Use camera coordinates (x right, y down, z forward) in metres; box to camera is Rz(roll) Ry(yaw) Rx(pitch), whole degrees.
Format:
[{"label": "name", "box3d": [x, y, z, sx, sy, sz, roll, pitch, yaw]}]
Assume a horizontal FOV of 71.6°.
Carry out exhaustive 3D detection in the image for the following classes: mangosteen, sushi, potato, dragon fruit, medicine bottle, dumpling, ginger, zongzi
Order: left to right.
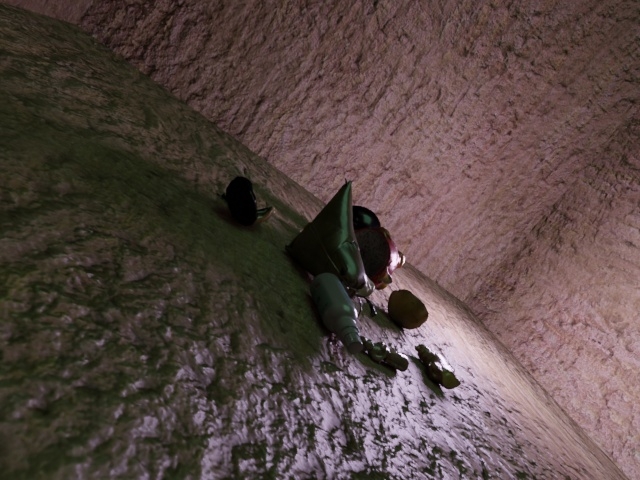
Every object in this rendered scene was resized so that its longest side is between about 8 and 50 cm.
[{"label": "sushi", "box3d": [-0.358, -0.159, 1.854, 0.126, 0.026, 0.120, 44, 12, 28]}, {"label": "medicine bottle", "box3d": [0.055, 0.227, 1.383, 0.110, 0.110, 0.352, 33, 13, -26]}, {"label": "zongzi", "box3d": [0.112, 0.023, 1.654, 0.447, 0.418, 0.181, 39, 6, 38]}, {"label": "mangosteen", "box3d": [0.211, -0.040, 2.505, 0.313, 0.297, 0.297, 43, 6, -34]}, {"label": "dumpling", "box3d": [0.162, 0.188, 1.889, 0.136, 0.118, 0.199, 40, 33, 22]}, {"label": "dragon fruit", "box3d": [0.254, 0.089, 2.113, 0.305, 0.305, 0.226, 46, 11, 36]}, {"label": "potato", "box3d": [0.366, 0.321, 1.977, 0.202, 0.117, 0.182, 40, -31, 20]}, {"label": "ginger", "box3d": [0.448, 0.482, 1.703, 0.137, 0.074, 0.213, 33, 6, -23]}]

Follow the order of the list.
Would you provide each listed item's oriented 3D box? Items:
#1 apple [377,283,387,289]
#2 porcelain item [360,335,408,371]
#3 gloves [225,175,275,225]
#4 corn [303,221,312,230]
[{"label": "apple", "box3d": [0.310, 0.215, 2.321, 0.089, 0.074, 0.089, 37, 9, -7]}, {"label": "porcelain item", "box3d": [0.193, 0.359, 1.435, 0.213, 0.054, 0.084, 31, 11, -27]}, {"label": "gloves", "box3d": [-0.280, -0.145, 1.733, 0.197, 0.152, 0.301, 65, 15, 20]}, {"label": "corn", "box3d": [-0.005, 0.000, 2.162, 0.091, 0.091, 0.260, -11, 38, -26]}]
